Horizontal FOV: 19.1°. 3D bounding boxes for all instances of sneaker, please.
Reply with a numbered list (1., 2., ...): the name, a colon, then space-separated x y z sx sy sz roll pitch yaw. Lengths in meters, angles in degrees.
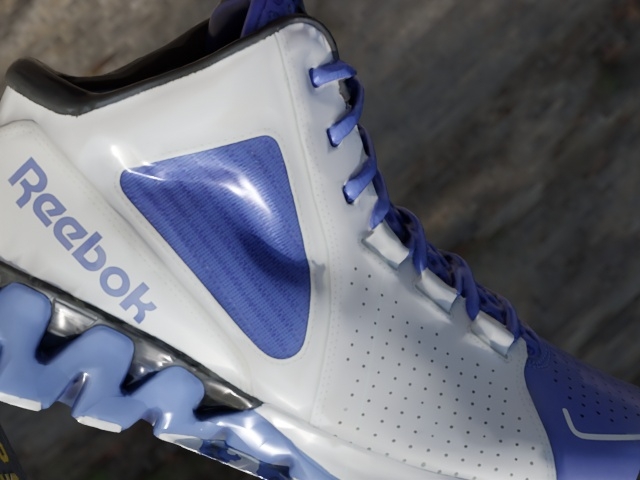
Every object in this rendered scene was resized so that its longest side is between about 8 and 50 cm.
1. sneaker: -0.001 0.000 0.755 0.127 0.315 0.182 -128 -124 -76

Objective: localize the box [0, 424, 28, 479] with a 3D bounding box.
1. box: -0.181 0.127 0.806 0.056 0.183 0.231 -30 170 8
